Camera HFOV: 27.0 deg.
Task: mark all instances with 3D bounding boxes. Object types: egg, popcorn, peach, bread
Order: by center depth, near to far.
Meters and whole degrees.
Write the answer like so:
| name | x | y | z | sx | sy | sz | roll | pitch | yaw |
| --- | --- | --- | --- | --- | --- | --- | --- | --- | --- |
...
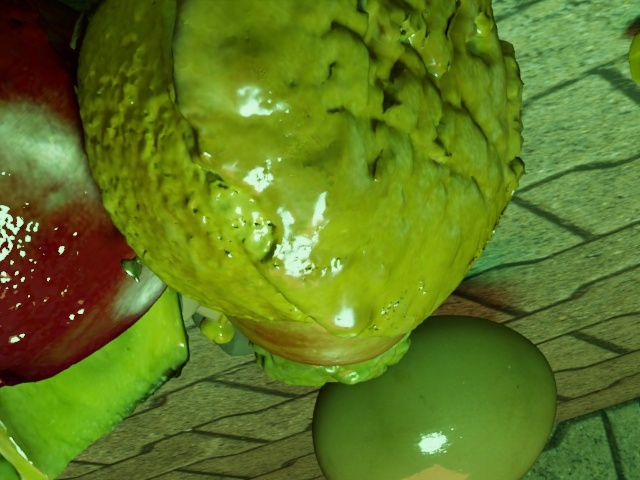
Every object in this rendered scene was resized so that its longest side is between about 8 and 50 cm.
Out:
| name | x | y | z | sx | sy | sz | roll | pitch | yaw |
| --- | --- | --- | --- | --- | --- | --- | --- | --- | --- |
| bread | 0.004 | -0.115 | 1.054 | 0.215 | 0.398 | 0.398 | -9 | 164 | 37 |
| peach | -0.319 | -0.062 | 1.093 | 0.416 | 0.353 | 0.339 | 1 | -159 | -44 |
| peach | -0.314 | 0.091 | 1.451 | 0.242 | 0.306 | 0.380 | -23 | -164 | 40 |
| popcorn | 0.002 | 0.088 | 1.839 | 0.206 | 0.251 | 0.237 | -20 | 140 | -58 |
| egg | 0.170 | 0.263 | 1.989 | 0.373 | 0.301 | 0.301 | -14 | 160 | -8 |

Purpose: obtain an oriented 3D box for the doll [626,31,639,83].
| name | x | y | z | sx | sy | sz | roll | pitch | yaw |
| --- | --- | --- | --- | --- | --- | --- | --- | --- | --- |
| doll | 0.487 | -0.187 | 1.437 | 0.314 | 0.141 | 0.177 | 2 | 168 | -21 |

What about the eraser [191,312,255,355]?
| name | x | y | z | sx | sy | sz | roll | pitch | yaw |
| --- | --- | --- | --- | --- | --- | --- | --- | --- | --- |
| eraser | -0.014 | 0.113 | 2.029 | 0.352 | 0.077 | 0.111 | -6 | 159 | -14 |

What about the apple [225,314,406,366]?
| name | x | y | z | sx | sy | sz | roll | pitch | yaw |
| --- | --- | --- | --- | --- | --- | --- | --- | --- | --- |
| apple | 0.000 | 0.000 | 1.479 | 0.233 | 0.286 | 0.286 | 4 | 161 | 10 |

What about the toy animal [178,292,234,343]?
| name | x | y | z | sx | sy | sz | roll | pitch | yaw |
| --- | --- | --- | --- | --- | --- | --- | --- | --- | --- |
| toy animal | -0.150 | 0.038 | 1.666 | 0.149 | 0.165 | 0.248 | -32 | 158 | 32 |
